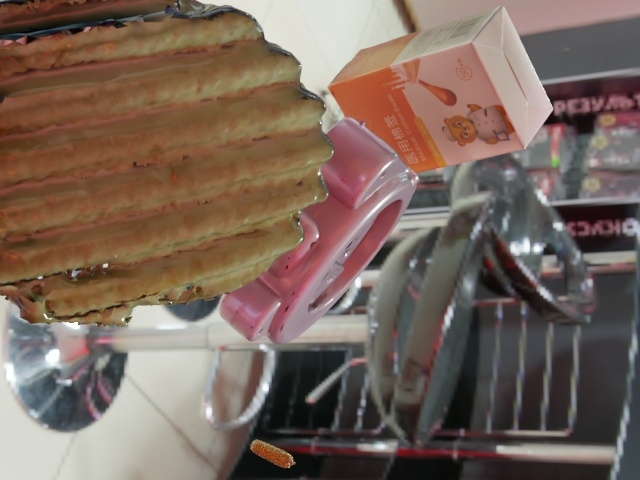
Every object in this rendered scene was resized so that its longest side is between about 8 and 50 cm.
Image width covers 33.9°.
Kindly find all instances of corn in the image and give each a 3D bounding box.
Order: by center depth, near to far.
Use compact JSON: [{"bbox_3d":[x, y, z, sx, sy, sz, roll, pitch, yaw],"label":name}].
[{"bbox_3d":[-0.080,0.366,1.794,0.083,0.028,0.027,28,84,-14],"label":"corn"}]

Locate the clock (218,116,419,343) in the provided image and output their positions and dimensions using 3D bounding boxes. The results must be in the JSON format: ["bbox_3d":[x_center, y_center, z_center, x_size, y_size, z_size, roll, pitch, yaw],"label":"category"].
[{"bbox_3d":[0.000,0.000,1.470,0.322,0.113,0.295,-52,167,2],"label":"clock"}]

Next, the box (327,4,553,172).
[{"bbox_3d":[0.208,-0.256,1.892,0.143,0.341,0.225,-49,118,-39],"label":"box"}]

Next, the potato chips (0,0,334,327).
[{"bbox_3d":[-0.180,-0.092,1.081,0.429,0.070,0.358,-13,107,-26],"label":"potato chips"}]
